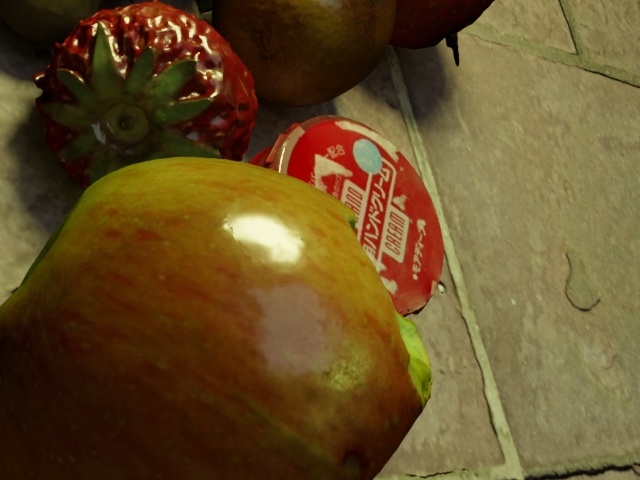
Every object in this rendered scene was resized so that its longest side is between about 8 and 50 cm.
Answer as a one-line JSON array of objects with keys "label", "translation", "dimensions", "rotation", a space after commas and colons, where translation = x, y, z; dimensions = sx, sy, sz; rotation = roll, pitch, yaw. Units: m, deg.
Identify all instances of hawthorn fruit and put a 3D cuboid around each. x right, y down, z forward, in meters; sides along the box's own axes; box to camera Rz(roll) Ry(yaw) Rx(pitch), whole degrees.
[{"label": "hawthorn fruit", "translation": [0.119, -0.350, 1.480], "dimensions": [0.300, 0.254, 0.254], "rotation": [67, 32, -33]}]

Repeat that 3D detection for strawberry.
[{"label": "strawberry", "translation": [-0.150, -0.134, 1.110], "dimensions": [0.205, 0.205, 0.244], "rotation": [50, 18, -8]}]

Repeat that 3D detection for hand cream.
[{"label": "hand cream", "translation": [0.000, 0.000, 1.172], "dimensions": [0.230, 0.149, 0.230], "rotation": [25, 51, -35]}]

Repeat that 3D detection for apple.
[{"label": "apple", "translation": [-0.092, 0.098, 0.875], "dimensions": [0.339, 0.339, 0.339], "rotation": [25, 50, -33]}]

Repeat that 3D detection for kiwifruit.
[{"label": "kiwifruit", "translation": [-0.013, -0.254, 1.292], "dimensions": [0.196, 0.196, 0.234], "rotation": [54, 40, -4]}]

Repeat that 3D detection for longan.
[{"label": "longan", "translation": [-0.261, -0.241, 1.104], "dimensions": [0.113, 0.092, 0.113], "rotation": [13, 60, -24]}]

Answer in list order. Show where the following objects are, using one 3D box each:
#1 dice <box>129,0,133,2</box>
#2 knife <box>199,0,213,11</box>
[{"label": "dice", "translation": [-0.183, -0.435, 1.171], "dimensions": [0.271, 0.270, 0.270], "rotation": [49, 41, -10]}, {"label": "knife", "translation": [-0.103, -0.342, 1.389], "dimensions": [0.060, 0.028, 0.230], "rotation": [51, 40, -26]}]
